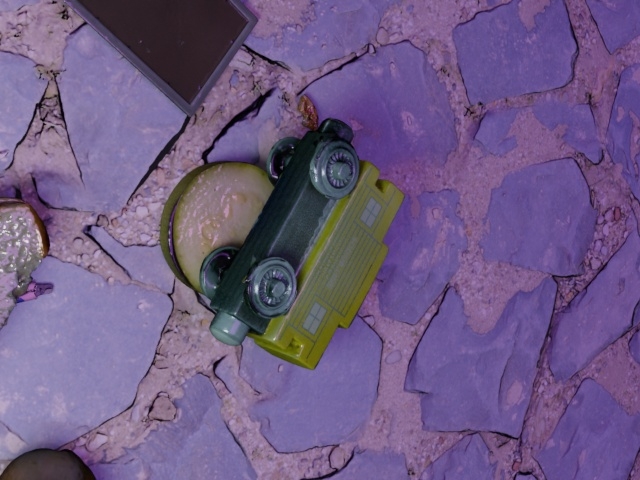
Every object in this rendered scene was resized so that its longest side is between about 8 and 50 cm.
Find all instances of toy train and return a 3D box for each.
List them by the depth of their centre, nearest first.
[{"bbox_3d":[-0.022,0.013,1.711,0.272,0.179,0.442,40,72,-38],"label":"toy train"}]

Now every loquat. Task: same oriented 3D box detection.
[{"bbox_3d":[-0.420,0.429,1.497,0.179,0.179,0.227,-19,102,-34],"label":"loquat"}]

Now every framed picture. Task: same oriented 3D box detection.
[{"bbox_3d":[-0.263,-0.388,1.652,0.296,0.019,0.232,43,69,-31],"label":"framed picture"}]

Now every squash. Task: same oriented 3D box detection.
[{"bbox_3d":[-0.167,-0.015,1.734,0.252,0.049,0.252,-5,98,-35],"label":"squash"}]

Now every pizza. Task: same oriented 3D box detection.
[{"bbox_3d":[-0.022,-0.236,1.840,0.037,0.016,0.083,-24,108,-26],"label":"pizza"}]

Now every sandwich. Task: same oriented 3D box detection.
[{"bbox_3d":[-0.511,0.089,1.439,0.254,0.100,0.288,-19,104,-28],"label":"sandwich"}]

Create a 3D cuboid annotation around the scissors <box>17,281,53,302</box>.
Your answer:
[{"bbox_3d":[-0.475,0.082,1.530,0.113,0.012,0.039,-4,96,-35],"label":"scissors"}]
